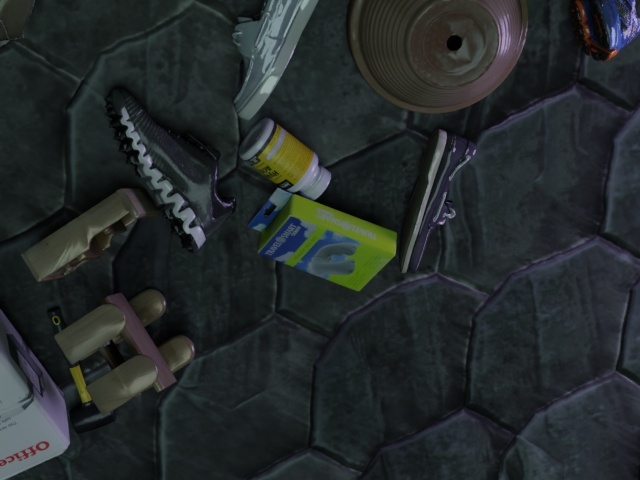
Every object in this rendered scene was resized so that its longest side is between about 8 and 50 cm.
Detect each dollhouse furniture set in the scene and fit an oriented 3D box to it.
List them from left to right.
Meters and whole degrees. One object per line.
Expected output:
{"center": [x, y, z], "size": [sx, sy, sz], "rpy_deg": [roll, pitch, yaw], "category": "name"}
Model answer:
{"center": [-0.243, 0.075, 1.773], "size": [0.161, 0.212, 0.242], "rpy_deg": [-33, 88, 8], "category": "dollhouse furniture set"}

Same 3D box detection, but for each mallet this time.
{"center": [-0.329, 0.177, 1.900], "size": [0.062, 0.039, 0.189], "rpy_deg": [-11, 110, -7], "category": "mallet"}

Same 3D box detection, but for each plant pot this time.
{"center": [0.156, -0.265, 1.736], "size": [0.237, 0.109, 0.237], "rpy_deg": [-3, 113, -7], "category": "plant pot"}

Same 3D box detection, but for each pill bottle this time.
{"center": [-0.044, -0.103, 1.800], "size": [0.116, 0.065, 0.065], "rpy_deg": [36, 104, -21], "category": "pill bottle"}

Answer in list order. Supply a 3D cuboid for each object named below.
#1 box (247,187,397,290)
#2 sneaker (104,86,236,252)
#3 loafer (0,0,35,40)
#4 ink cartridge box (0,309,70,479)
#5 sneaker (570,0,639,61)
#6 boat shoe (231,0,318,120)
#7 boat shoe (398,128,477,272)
{"center": [0.000, 0.000, 1.841], "size": [0.178, 0.042, 0.109], "rpy_deg": [21, 142, -17], "category": "box"}
{"center": [-0.188, -0.107, 1.774], "size": [0.106, 0.078, 0.234], "rpy_deg": [-35, 103, -17], "category": "sneaker"}
{"center": [-0.352, -0.343, 1.643], "size": [0.087, 0.094, 0.251], "rpy_deg": [12, 124, -40], "category": "loafer"}
{"center": [-0.481, 0.194, 1.808], "size": [0.198, 0.114, 0.272], "rpy_deg": [-24, 129, 3], "category": "ink cartridge box"}
{"center": [0.358, -0.345, 1.757], "size": [0.087, 0.083, 0.221], "rpy_deg": [-25, 113, -26], "category": "sneaker"}
{"center": [-0.069, -0.264, 1.725], "size": [0.081, 0.079, 0.227], "rpy_deg": [24, 102, -11], "category": "boat shoe"}
{"center": [0.157, -0.046, 1.853], "size": [0.065, 0.075, 0.206], "rpy_deg": [13, 107, -11], "category": "boat shoe"}
